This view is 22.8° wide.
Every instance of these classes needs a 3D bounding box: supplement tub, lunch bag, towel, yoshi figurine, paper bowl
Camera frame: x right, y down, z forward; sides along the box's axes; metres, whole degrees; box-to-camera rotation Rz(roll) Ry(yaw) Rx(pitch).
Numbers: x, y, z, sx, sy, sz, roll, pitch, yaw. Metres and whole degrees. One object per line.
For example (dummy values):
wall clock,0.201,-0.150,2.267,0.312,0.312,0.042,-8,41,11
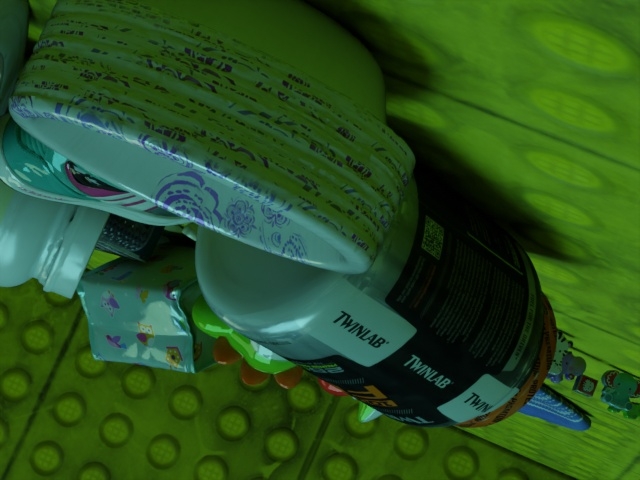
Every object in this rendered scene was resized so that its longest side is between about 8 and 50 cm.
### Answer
supplement tub,-0.370,-0.093,1.661,0.324,0.235,0.235,24,171,-7
lunch bag,-0.174,0.072,2.251,0.223,0.160,0.262,5,-157,42
towel,0.252,0.213,2.472,0.243,0.040,0.336,15,167,42
yoshi figurine,0.025,0.079,1.991,0.362,0.203,0.204,11,136,6
paper bowl,-0.067,-0.096,1.143,0.284,0.148,0.284,23,171,4
supplement tub,0.063,0.041,1.416,0.207,0.207,0.338,16,168,42

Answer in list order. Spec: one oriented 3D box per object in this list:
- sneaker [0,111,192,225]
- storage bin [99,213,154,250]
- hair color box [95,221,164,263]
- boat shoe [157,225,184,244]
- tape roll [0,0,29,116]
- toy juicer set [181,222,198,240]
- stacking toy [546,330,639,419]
sneaker,-0.143,-0.089,1.504,0.295,0.124,0.178,5,170,-41
storage bin,-0.272,-0.071,1.910,0.180,0.122,0.084,16,169,42
hair color box,-0.374,-0.066,2.269,0.174,0.105,0.347,30,170,-34
boat shoe,-0.184,0.038,2.456,0.254,0.079,0.095,24,170,2
tape roll,-0.385,-0.141,1.407,0.169,0.246,0.246,25,171,2
toy juicer set,0.000,0.000,1.784,0.329,0.090,0.209,21,-172,-13
stacking toy,0.339,0.169,1.970,0.221,0.052,0.167,23,173,-5
